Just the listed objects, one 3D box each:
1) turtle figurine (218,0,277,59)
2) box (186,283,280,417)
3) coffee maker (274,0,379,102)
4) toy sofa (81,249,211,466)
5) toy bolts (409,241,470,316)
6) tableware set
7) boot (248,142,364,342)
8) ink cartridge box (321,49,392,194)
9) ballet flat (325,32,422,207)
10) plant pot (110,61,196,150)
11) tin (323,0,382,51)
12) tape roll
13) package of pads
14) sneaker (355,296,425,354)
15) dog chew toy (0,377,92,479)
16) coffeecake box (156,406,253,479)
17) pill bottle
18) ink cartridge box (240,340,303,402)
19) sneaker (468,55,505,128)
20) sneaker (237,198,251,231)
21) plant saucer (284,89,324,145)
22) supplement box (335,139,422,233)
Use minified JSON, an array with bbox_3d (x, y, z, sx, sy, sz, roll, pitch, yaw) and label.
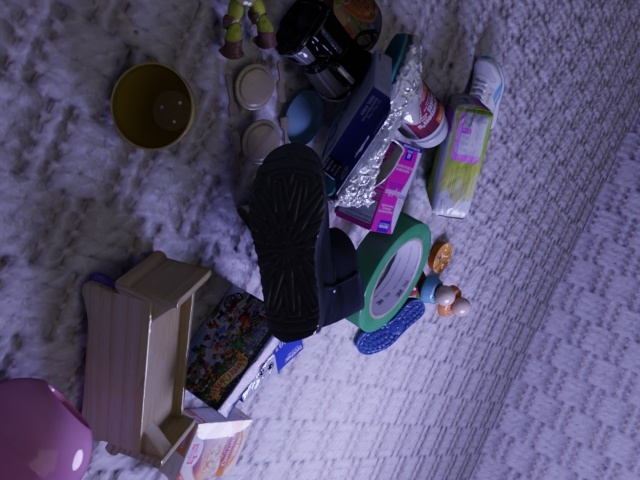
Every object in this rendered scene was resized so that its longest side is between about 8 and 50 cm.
[{"bbox_3d":[-0.120,-0.429,1.216,0.269,0.087,0.217,-37,137,-35],"label":"turtle figurine"},{"bbox_3d":[-0.184,0.219,1.468,0.233,0.159,0.044,-54,144,-17],"label":"box"},{"bbox_3d":[0.010,-0.385,1.398,0.178,0.120,0.171,39,62,-50],"label":"coffee maker"},{"bbox_3d":[-0.321,0.210,1.318,0.150,0.177,0.363,-50,151,-65],"label":"toy sofa"},{"bbox_3d":[0.368,0.124,2.151,0.228,0.158,0.218,5,106,-54],"label":"toy bolts"},{"bbox_3d":[-0.125,-0.241,1.373,0.128,0.039,0.194,-22,122,-31],"label":"tableware set"},{"bbox_3d":[0.000,0.002,1.503,0.445,0.146,0.367,-5,97,-73],"label":"boot"},{"bbox_3d":[0.070,-0.239,1.448,0.223,0.045,0.224,-55,-162,36],"label":"ink cartridge box"},{"bbox_3d":[0.138,-0.249,1.580,0.147,0.147,0.409,-5,128,-52],"label":"ballet flat"},{"bbox_3d":[-0.253,-0.210,1.156,0.095,0.134,0.134,-29,139,-79],"label":"plant pot"},{"bbox_3d":[0.067,-0.466,1.492,0.106,0.040,0.189,-63,146,-10],"label":"tin"},{"bbox_3d":[0.171,0.083,1.895,0.321,0.077,0.321,-40,147,-33],"label":"tape roll"},{"bbox_3d":[0.360,-0.220,1.891,0.229,0.101,0.297,-78,179,-71],"label":"package of pads"},{"bbox_3d":[0.193,0.243,2.063,0.232,0.090,0.081,-33,99,-9],"label":"sneaker"},{"bbox_3d":[-0.514,0.368,1.096,0.332,0.206,0.207,-43,141,-16],"label":"dog chew toy"},{"bbox_3d":[-0.252,0.448,1.599,0.185,0.068,0.142,15,99,-55],"label":"coffeecake box"},{"bbox_3d":[0.223,-0.309,1.722,0.221,0.121,0.121,30,86,-56],"label":"pill bottle"},{"bbox_3d":[-0.127,0.272,1.678,0.207,0.046,0.097,-39,139,-33],"label":"ink cartridge box"},{"bbox_3d":[0.448,-0.396,2.004,0.092,0.087,0.229,-33,133,-35],"label":"sneaker"},{"bbox_3d":[-0.099,-0.029,1.511,0.086,0.064,0.192,-46,139,-18],"label":"sneaker"},{"bbox_3d":[-0.040,-0.254,1.492,0.119,0.021,0.119,-30,132,-40],"label":"plant saucer"},{"bbox_3d":[0.139,-0.138,1.725,0.111,0.113,0.220,5,108,-55],"label":"supplement box"}]
